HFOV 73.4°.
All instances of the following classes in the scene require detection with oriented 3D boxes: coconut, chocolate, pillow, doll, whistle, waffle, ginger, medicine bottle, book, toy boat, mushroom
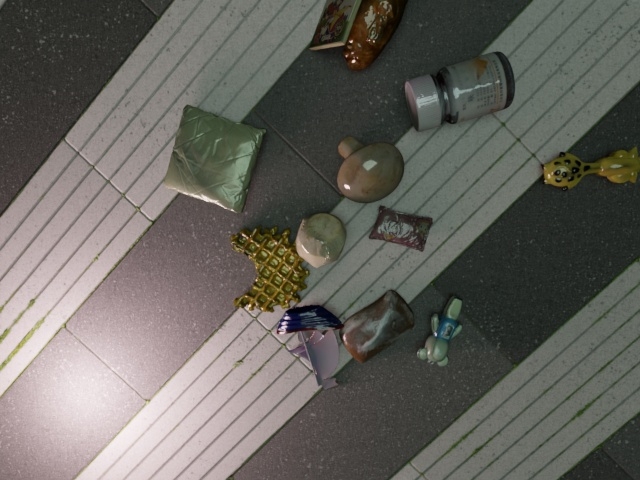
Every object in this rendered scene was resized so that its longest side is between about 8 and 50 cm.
[{"bbox_3d":[0.000,0.003,1.328,0.160,0.162,0.161,3,57,-4],"label":"coconut"},{"bbox_3d":[0.185,0.289,1.394,0.253,0.080,0.157,-37,94,8],"label":"chocolate"},{"bbox_3d":[0.255,-0.038,1.363,0.184,0.043,0.118,16,93,-2],"label":"pillow"},{"bbox_3d":[0.810,-0.215,1.280,0.290,0.086,0.117,-6,102,7],"label":"doll"},{"bbox_3d":[0.396,0.290,1.388,0.113,0.077,0.236,20,93,-9],"label":"whistle"},{"bbox_3d":[-0.166,0.098,1.397,0.259,0.069,0.294,-4,99,5],"label":"waffle"},{"bbox_3d":[0.152,-0.652,1.214,0.164,0.172,0.322,21,98,-6],"label":"ginger"},{"bbox_3d":[0.394,-0.423,1.235,0.272,0.165,0.165,-15,97,5],"label":"medicine bottle"},{"bbox_3d":[-0.333,-0.255,1.354,0.280,0.076,0.275,19,97,7],"label":"pillow"},{"bbox_3d":[0.070,-0.698,1.198,0.018,0.228,0.323,16,100,-30],"label":"book"},{"bbox_3d":[0.000,0.345,1.412,0.219,0.072,0.318,-34,97,20],"label":"toy boat"},{"bbox_3d":[0.141,-0.209,1.292,0.206,0.209,0.207,-10,118,-19],"label":"mushroom"}]
